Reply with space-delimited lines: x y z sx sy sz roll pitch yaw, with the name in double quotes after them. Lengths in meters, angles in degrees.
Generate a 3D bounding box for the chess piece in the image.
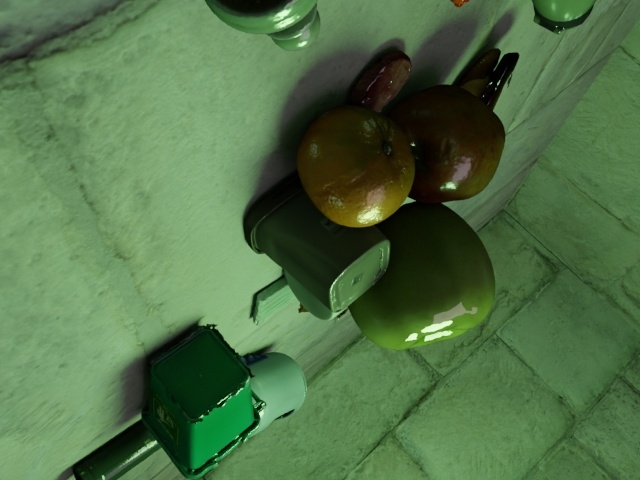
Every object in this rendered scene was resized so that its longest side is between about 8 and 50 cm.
-0.046 -0.284 0.729 0.139 0.139 0.272 -45 174 6 "chess piece"

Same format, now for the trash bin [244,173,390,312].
0.000 0.000 1.272 0.220 0.250 0.219 -39 154 -16 "trash bin"

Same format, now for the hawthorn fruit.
0.255 -0.213 1.354 0.301 0.267 0.267 -17 149 -52 "hawthorn fruit"

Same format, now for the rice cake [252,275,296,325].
-0.113 0.157 1.751 0.198 0.037 0.189 -35 161 -28 "rice cake"

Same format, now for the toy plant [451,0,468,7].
0.235 -0.466 0.972 0.240 0.088 0.154 -25 141 -64 "toy plant"

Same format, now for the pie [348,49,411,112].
0.115 -0.302 1.174 0.154 0.036 0.154 -39 163 -15 "pie"

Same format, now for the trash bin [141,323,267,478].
-0.291 0.403 1.573 0.295 0.259 0.381 -34 158 -29 "trash bin"

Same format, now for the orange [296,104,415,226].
0.073 -0.142 1.128 0.240 0.240 0.171 -27 -179 -44 "orange"

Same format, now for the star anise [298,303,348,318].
0.072 0.106 1.874 0.346 0.148 0.237 -56 -156 -3 "star anise"

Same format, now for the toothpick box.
-0.229 0.509 2.038 0.263 0.263 0.355 -50 161 20 "toothpick box"

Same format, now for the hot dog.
0.394 -0.361 1.571 0.194 0.107 0.326 -38 156 -52 "hot dog"

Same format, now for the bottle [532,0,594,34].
0.526 -0.557 1.298 0.168 0.168 0.347 -48 167 14 "bottle"

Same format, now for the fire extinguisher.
-0.540 0.586 1.720 0.311 0.114 0.095 -28 -164 -39 "fire extinguisher"

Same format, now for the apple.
0.223 0.087 1.441 0.357 0.357 0.357 -39 163 -15 "apple"

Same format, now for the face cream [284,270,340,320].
0.034 0.083 1.631 0.187 0.201 0.201 -35 161 -27 "face cream"
